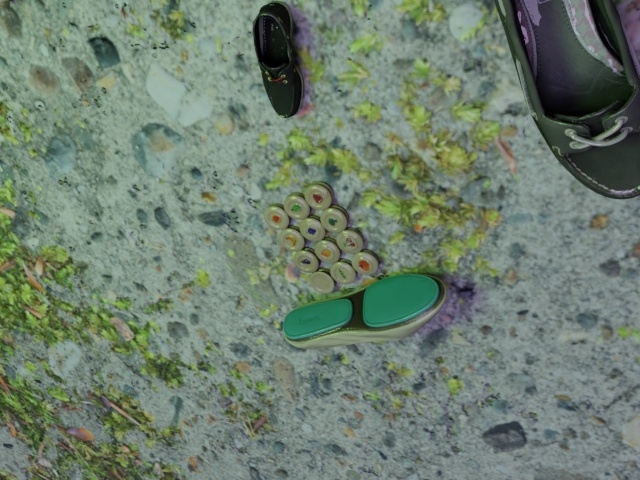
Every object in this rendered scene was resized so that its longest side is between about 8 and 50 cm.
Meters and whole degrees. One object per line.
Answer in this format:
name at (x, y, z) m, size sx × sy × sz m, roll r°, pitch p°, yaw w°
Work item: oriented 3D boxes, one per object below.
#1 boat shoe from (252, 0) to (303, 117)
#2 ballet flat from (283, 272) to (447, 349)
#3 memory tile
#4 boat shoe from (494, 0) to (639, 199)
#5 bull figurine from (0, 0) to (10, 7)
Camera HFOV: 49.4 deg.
boat shoe at (-0.050, -0.196, 0.781) m, size 0.048 × 0.042 × 0.133 m, roll 6°, pitch 126°, yaw 17°
ballet flat at (0.065, 0.103, 0.923) m, size 0.248 × 0.086 × 0.086 m, roll -14°, pitch 116°, yaw 32°
memory tile at (0.000, 0.000, 0.912) m, size 0.113 × 0.012 × 0.148 m, roll -23°, pitch 111°, yaw 34°
boat shoe at (0.229, -0.165, 0.644) m, size 0.112 × 0.095 × 0.335 m, roll -17°, pitch 114°, yaw 32°
bull figurine at (-0.407, -0.370, 0.778) m, size 0.310 × 0.101 × 0.188 m, roll 42°, pitch 130°, yaw -8°
